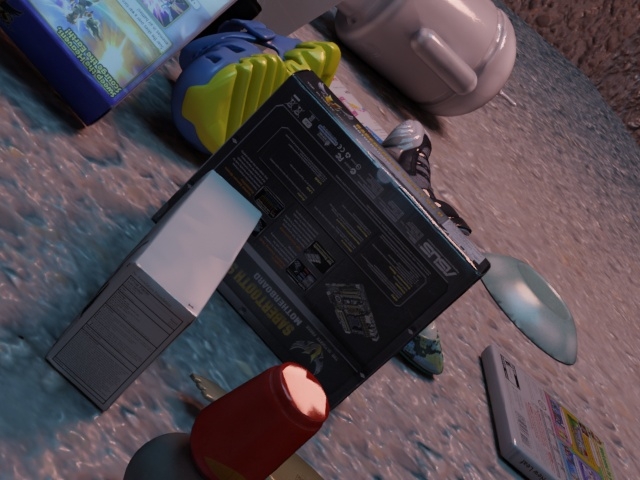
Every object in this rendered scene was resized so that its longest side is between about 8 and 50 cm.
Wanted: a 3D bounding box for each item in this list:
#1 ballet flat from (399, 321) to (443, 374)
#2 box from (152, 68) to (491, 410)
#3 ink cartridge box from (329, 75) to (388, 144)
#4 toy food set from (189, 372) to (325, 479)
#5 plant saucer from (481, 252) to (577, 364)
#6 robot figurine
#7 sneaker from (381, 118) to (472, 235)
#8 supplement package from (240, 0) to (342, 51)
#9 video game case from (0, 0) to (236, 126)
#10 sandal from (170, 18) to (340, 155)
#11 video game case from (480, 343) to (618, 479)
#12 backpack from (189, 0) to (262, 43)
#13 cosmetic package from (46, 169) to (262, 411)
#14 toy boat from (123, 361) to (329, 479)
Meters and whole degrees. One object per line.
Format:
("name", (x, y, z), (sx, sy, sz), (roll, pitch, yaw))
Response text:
("ballet flat", (0.071, 0.060, 1.444), (0.188, 0.070, 0.070), (40, 19, -18))
("box", (0.000, 0.000, 1.227), (0.231, 0.183, 0.056), (47, 19, 4))
("ink cartridge box", (0.023, -0.150, 1.802), (0.122, 0.052, 0.088), (48, 18, 9))
("toy food set", (-0.027, 0.184, 1.025), (0.132, 0.038, 0.192), (36, 10, -44))
("plant saucer", (0.284, 0.078, 1.919), (0.195, 0.037, 0.195), (41, 18, -16))
("robot figurine", (0.164, -0.328, 2.253), (0.353, 0.200, 0.300), (37, 22, -26))
("sneaker", (0.106, -0.046, 1.700), (0.153, 0.101, 0.268), (47, 24, 1))
("supplement package", (-0.083, -0.393, 1.743), (0.262, 0.204, 0.145), (52, 11, -41))
("video game case", (-0.208, -0.278, 1.295), (0.269, 0.061, 0.244), (50, 55, -10))
("sandal", (-0.092, -0.165, 1.511), (0.138, 0.126, 0.317), (25, 16, 11))
("video game case", (0.256, 0.225, 1.568), (0.193, 0.023, 0.212), (40, 18, -16))
("backpack", (-0.144, -0.295, 1.607), (0.182, 0.152, 0.115), (40, 24, -57))
("cosmetic package", (-0.114, 0.027, 1.052), (0.060, 0.099, 0.239), (44, 18, -7))
("toy boat", (-0.005, 0.232, 0.829), (0.267, 0.148, 0.318), (8, 49, -54))
